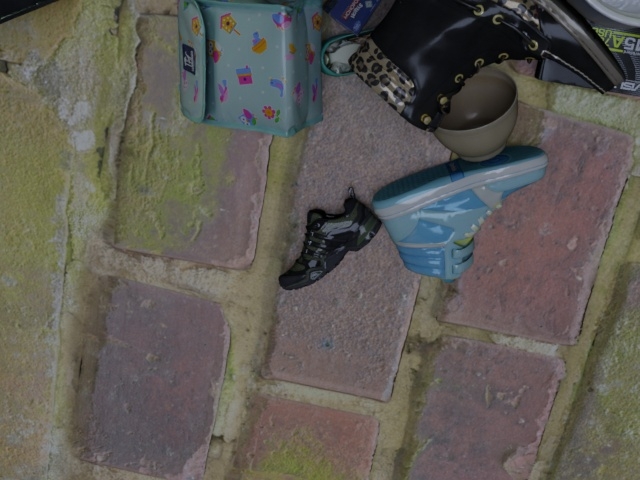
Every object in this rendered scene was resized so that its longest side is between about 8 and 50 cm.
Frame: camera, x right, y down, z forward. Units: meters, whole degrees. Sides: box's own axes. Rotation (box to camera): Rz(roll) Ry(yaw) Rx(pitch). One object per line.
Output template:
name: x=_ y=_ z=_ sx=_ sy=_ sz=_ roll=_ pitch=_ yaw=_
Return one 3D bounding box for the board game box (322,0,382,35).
board game box: x=0.070 y=-0.418 z=1.414 sx=0.060 sy=0.194 sz=0.194 roll=35 pitch=89 yaw=-14

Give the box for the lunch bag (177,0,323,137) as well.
lunch bag: x=-0.137 y=-0.305 z=1.461 sx=0.262 sy=0.160 sz=0.223 roll=12 pitch=116 yaw=24

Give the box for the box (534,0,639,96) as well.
box: x=0.482 y=-0.352 z=1.481 sx=0.191 sy=0.045 sz=0.184 roll=10 pitch=106 yaw=-1

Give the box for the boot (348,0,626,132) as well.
boot: x=0.256 y=-0.289 z=1.366 sx=0.377 sy=0.138 sz=0.284 roll=35 pitch=115 yaw=-12

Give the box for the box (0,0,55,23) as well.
box: x=-0.550 y=-0.491 z=1.366 sx=0.293 sy=0.073 sz=0.295 roll=-34 pitch=112 yaw=-29

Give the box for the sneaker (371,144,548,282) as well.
sneaker: x=0.273 y=-0.040 z=1.567 sx=0.319 sy=0.127 sz=0.208 roll=-17 pitch=108 yaw=16

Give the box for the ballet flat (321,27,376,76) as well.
ballet flat: x=0.108 y=-0.329 z=1.482 sx=0.247 sy=0.087 sz=0.083 roll=-13 pitch=109 yaw=7

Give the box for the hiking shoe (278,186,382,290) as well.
hiking shoe: x=0.000 y=0.000 z=1.622 sx=0.227 sy=0.086 sz=0.114 roll=-37 pitch=91 yaw=8

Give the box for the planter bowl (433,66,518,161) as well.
planter bowl: x=0.268 y=-0.206 z=1.497 sx=0.162 sy=0.162 sz=0.109 roll=-18 pitch=134 yaw=9

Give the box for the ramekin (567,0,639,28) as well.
ramekin: x=0.499 y=-0.467 z=1.362 sx=0.277 sy=0.135 sz=0.277 roll=0 pitch=96 yaw=0
